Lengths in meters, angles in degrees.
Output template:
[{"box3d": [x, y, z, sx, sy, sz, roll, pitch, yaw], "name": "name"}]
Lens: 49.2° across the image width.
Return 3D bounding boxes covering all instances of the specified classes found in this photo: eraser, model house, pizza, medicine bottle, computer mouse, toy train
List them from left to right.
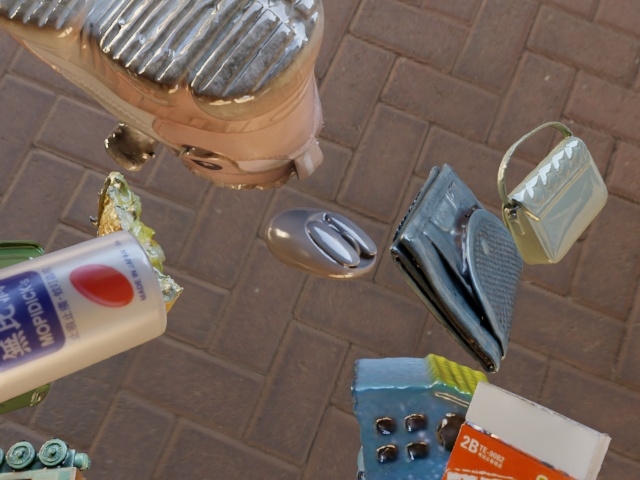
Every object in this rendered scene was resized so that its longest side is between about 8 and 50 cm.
[{"box3d": [-0.339, 0.101, 0.710, 0.341, 0.130, 0.130, -21, 76, -28], "name": "medicine bottle"}, {"box3d": [-0.426, 0.353, 1.007, 0.175, 0.074, 0.118, -5, 52, -5], "name": "toy train"}, {"box3d": [-0.315, 0.019, 1.168, 0.075, 0.280, 0.288, 0, 80, -40], "name": "pizza"}, {"box3d": [0.000, -0.002, 0.558, 0.096, 0.066, 0.039, 19, 119, 34], "name": "computer mouse"}, {"box3d": [0.200, 0.321, 1.280, 0.303, 0.237, 0.216, -9, 93, 5], "name": "model house"}, {"box3d": [0.208, 0.292, 0.781, 0.157, 0.038, 0.230, 19, 87, 46], "name": "eraser"}]

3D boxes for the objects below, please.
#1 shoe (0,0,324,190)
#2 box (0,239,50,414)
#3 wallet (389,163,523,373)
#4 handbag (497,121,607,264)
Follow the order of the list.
[{"box3d": [-0.145, -0.162, 0.576, 0.351, 0.198, 0.172, 38, 75, 23], "name": "shoe"}, {"box3d": [-0.619, 0.179, 1.339, 0.177, 0.252, 0.329, 26, 103, 21], "name": "box"}, {"box3d": [0.228, 0.021, 1.070, 0.075, 0.342, 0.237, -34, 99, 30], "name": "wallet"}, {"box3d": [0.412, -0.099, 1.276, 0.256, 0.079, 0.219, -41, 110, -30], "name": "handbag"}]
